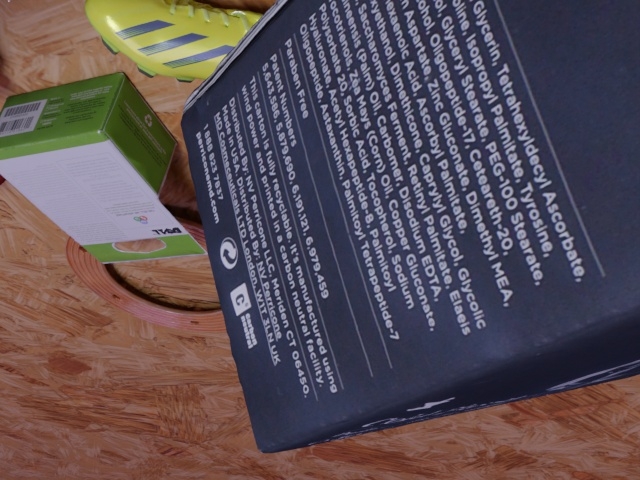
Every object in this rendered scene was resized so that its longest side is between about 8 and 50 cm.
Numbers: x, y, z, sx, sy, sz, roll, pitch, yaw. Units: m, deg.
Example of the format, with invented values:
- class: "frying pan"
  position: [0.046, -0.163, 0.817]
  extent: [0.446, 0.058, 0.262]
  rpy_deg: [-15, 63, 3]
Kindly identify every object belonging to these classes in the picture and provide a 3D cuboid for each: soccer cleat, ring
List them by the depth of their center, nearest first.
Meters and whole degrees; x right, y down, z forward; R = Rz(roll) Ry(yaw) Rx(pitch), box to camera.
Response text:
- class: "soccer cleat"
  position: [-0.090, -0.203, 0.837]
  extent: [0.289, 0.093, 0.121]
  rpy_deg: [21, 139, -19]
- class: "ring"
  position: [-0.234, 0.051, 1.300]
  extent: [0.336, 0.032, 0.337]
  rpy_deg: [9, 146, 6]

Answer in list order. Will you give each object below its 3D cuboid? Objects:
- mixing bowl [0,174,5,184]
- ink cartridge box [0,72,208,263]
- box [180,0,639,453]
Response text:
- class: "mixing bowl"
  position: [-0.497, -0.109, 1.087]
  extent: [0.181, 0.098, 0.181]
  rpy_deg: [9, 146, 6]
- class: "ink cartridge box"
  position: [-0.273, -0.079, 1.065]
  extent: [0.188, 0.097, 0.255]
  rpy_deg: [-6, 144, 24]
- class: "box"
  position: [0.234, -0.071, 0.587]
  extent: [0.479, 0.298, 0.471]
  rpy_deg: [-1, 157, -38]
